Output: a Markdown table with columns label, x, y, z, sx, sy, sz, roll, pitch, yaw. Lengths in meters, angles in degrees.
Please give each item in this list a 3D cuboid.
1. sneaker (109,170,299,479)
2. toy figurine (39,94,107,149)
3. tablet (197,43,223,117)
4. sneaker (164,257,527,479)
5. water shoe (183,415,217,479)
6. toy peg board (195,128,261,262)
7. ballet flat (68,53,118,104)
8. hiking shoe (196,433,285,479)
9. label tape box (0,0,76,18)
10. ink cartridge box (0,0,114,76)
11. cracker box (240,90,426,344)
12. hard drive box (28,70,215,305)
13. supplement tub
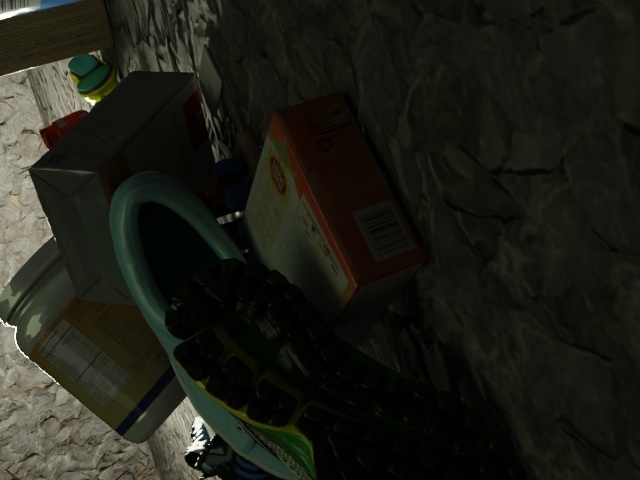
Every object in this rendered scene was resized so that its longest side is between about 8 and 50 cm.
| label | x | y | z | sx | sy | sz | roll | pitch | yaw |
| --- | --- | --- | --- | --- | --- | --- | --- | --- | --- |
| sneaker | -0.098 | 0.097 | 0.884 | 0.366 | 0.135 | 0.150 | 54 | 177 | -6 |
| toy figurine | -0.359 | -0.117 | 1.532 | 0.209 | 0.148 | 0.213 | 59 | 164 | 13 |
| tablet | -0.129 | -0.184 | 1.049 | 0.054 | 0.006 | 0.083 | 64 | 161 | 15 |
| sneaker | 0.032 | 0.151 | 0.715 | 0.343 | 0.134 | 0.146 | 43 | 169 | 18 |
| water shoe | -0.252 | 0.429 | 1.888 | 0.203 | 0.080 | 0.073 | 26 | 133 | 64 |
| toy peg board | -0.093 | -0.010 | 1.013 | 0.161 | 0.079 | 0.160 | 64 | 160 | 15 |
| ballet flat | -0.388 | -0.274 | 1.591 | 0.077 | 0.077 | 0.231 | 56 | 173 | -32 |
| hiking shoe | -0.073 | 0.278 | 1.259 | 0.132 | 0.113 | 0.304 | 37 | 149 | 3 |
| label tape box | -0.437 | -0.483 | 1.217 | 0.348 | 0.249 | 0.115 | 67 | 161 | 8 |
| ink cartridge box | -0.469 | -0.377 | 1.434 | 0.088 | 0.234 | 0.193 | 40 | 145 | 54 |
| cracker box | 0.000 | 0.000 | 0.786 | 0.156 | 0.067 | 0.232 | 64 | 160 | 15 |
| hard drive box | -0.215 | -0.067 | 1.058 | 0.232 | 0.089 | 0.181 | -63 | -30 | -48 |
| supplement tub | -0.336 | 0.145 | 1.449 | 0.316 | 0.228 | 0.228 | 41 | 160 | -2 |
